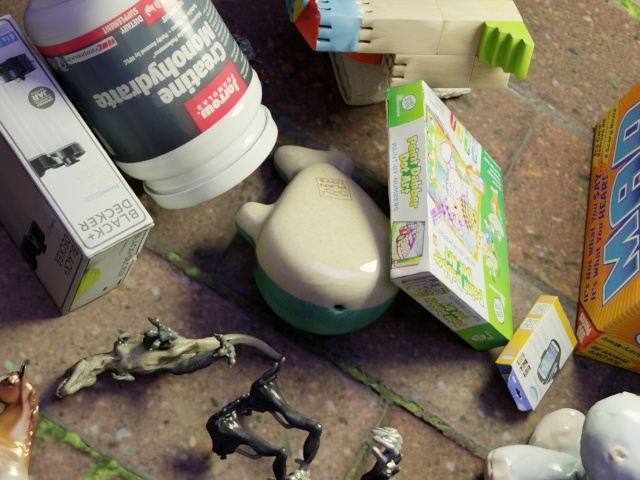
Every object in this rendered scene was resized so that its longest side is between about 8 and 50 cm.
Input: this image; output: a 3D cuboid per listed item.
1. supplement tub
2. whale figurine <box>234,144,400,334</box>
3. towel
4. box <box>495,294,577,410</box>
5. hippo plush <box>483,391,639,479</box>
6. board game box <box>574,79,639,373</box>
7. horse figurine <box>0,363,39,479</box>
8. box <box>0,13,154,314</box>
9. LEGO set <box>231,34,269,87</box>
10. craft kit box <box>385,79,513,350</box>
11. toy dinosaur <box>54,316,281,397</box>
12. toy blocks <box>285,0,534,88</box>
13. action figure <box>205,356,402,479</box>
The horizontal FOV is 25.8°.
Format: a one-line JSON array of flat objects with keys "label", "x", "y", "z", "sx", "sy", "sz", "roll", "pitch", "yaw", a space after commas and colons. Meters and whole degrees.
[{"label": "supplement tub", "x": -0.185, "y": -0.190, "z": 1.563, "sx": 0.191, "sy": 0.191, "sz": 0.272, "roll": -52, "pitch": 124, "yaw": -31}, {"label": "whale figurine", "x": 0.000, "y": 0.000, "z": 1.652, "sx": 0.216, "sy": 0.141, "sz": 0.272, "roll": 5, "pitch": 40, "yaw": -15}, {"label": "towel", "x": 0.087, "y": -0.311, "z": 1.864, "sx": 0.187, "sy": 0.049, "sz": 0.282, "roll": -7, "pitch": 68, "yaw": -22}, {"label": "box", "x": 0.259, "y": 0.141, "z": 1.696, "sx": 0.136, "sy": 0.028, "sz": 0.081, "roll": -49, "pitch": 126, "yaw": -30}, {"label": "hippo plush", "x": 0.339, "y": 0.300, "z": 1.550, "sx": 0.294, "sy": 0.236, "sz": 0.234, "roll": 38, "pitch": 58, "yaw": 0}, {"label": "board game box", "x": 0.566, "y": -0.029, "z": 1.724, "sx": 0.356, "sy": 0.356, "sz": 0.356, "roll": 18, "pitch": 61, "yaw": -12}, {"label": "horse figurine", "x": -0.341, "y": 0.273, "z": 1.413, "sx": 0.174, "sy": 0.066, "sz": 0.263, "roll": -17, "pitch": 70, "yaw": -20}, {"label": "box", "x": -0.311, "y": -0.080, "z": 1.534, "sx": 0.087, "sy": 0.169, "sz": 0.290, "roll": -30, "pitch": 79, "yaw": -30}, {"label": "LEGO set", "x": -0.092, "y": -0.230, "z": 1.772, "sx": 0.083, "sy": 0.023, "sz": 0.054, "roll": 46, "pitch": 59, "yaw": 5}, {"label": "craft kit box", "x": 0.154, "y": -0.024, "z": 1.658, "sx": 0.250, "sy": 0.061, "sz": 0.246, "roll": 38, "pitch": 48, "yaw": -53}, {"label": "toy dinosaur", "x": -0.154, "y": 0.122, "z": 1.523, "sx": 0.268, "sy": 0.118, "sz": 0.064, "roll": -5, "pitch": 77, "yaw": -21}, {"label": "toy blocks", "x": 0.077, "y": -0.307, "z": 1.708, "sx": 0.261, "sy": 0.190, "sz": 0.381, "roll": 0, "pitch": 40, "yaw": -11}, {"label": "action figure", "x": 0.004, "y": 0.266, "z": 1.502, "sx": 0.275, "sy": 0.141, "sz": 0.164, "roll": 48, "pitch": 48, "yaw": 8}]
